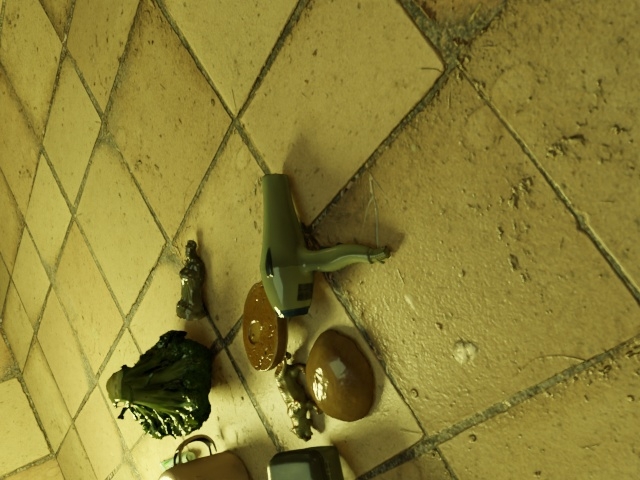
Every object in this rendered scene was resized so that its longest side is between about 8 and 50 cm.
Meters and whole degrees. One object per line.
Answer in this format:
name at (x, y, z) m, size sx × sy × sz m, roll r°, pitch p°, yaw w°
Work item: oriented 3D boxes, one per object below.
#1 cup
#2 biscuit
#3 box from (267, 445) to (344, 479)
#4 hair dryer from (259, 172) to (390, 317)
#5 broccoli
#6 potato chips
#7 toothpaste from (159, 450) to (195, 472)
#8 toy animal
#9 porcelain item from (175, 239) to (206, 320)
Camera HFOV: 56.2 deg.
cup at (-0.336, 0.664, 1.645) m, size 0.191 × 0.200 × 0.252 m, roll -37°, pitch 61°, yaw 37°
biscuit at (-0.119, 0.192, 1.366) m, size 0.181 × 0.049 × 0.208 m, roll -4°, pitch 85°, yaw 57°
box at (-0.021, 0.554, 1.298) m, size 0.148 × 0.129 × 0.210 m, roll -16°, pitch 77°, yaw 26°
hair dryer at (-0.029, -0.023, 1.212) m, size 0.298 × 0.119 × 0.295 m, roll -35°, pitch 71°, yaw 31°
broccoli at (-0.440, 0.406, 1.643) m, size 0.321 × 0.283 × 0.303 m, roll -44°, pitch 57°, yaw 26°
potato chips at (0.025, 0.295, 1.260) m, size 0.195 × 0.062 × 0.208 m, roll 58°, pitch 134°, yaw 15°
toothpaste at (-0.469, 0.732, 1.955) m, size 0.074 × 0.048 × 0.297 m, roll 60°, pitch 141°, yaw 11°
toy animal at (-0.062, 0.346, 1.373) m, size 0.099 × 0.057 × 0.241 m, roll -28°, pitch 82°, yaw 48°
porcelain item at (-0.344, 0.105, 1.608) m, size 0.081 × 0.069 × 0.215 m, roll 23°, pitch 114°, yaw 47°
